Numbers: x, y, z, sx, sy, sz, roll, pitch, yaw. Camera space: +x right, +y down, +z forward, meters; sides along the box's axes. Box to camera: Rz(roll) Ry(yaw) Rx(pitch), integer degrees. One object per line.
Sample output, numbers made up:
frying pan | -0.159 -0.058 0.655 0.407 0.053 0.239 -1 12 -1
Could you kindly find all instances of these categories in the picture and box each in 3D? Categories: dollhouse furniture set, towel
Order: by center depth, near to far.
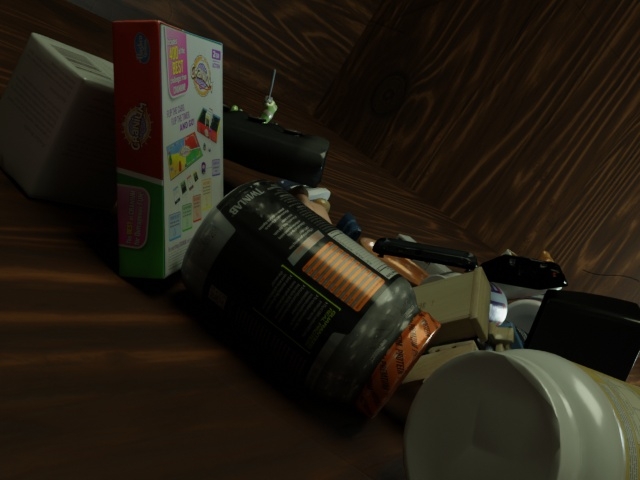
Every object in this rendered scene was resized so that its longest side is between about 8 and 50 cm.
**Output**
dollhouse furniture set | 0.215 0.249 1.110 0.303 0.198 0.286 60 28 -21
towel | 0.066 -0.024 1.699 0.029 0.067 0.119 30 14 -18

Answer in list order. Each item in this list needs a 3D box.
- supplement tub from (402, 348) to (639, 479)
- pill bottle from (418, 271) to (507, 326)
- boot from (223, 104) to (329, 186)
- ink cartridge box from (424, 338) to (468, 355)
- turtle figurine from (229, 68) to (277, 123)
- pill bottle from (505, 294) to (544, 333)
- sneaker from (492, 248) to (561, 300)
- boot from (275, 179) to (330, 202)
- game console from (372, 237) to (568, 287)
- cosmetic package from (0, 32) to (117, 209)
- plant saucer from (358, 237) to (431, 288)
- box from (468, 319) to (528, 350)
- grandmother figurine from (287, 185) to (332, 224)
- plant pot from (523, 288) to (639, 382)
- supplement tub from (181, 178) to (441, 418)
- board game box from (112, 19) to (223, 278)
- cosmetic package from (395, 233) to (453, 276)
supplement tub | 0.283 0.265 0.826 0.331 0.241 0.241 23 17 -37
pill bottle | 0.265 0.117 1.306 0.193 0.108 0.108 16 22 -49
boot | -0.202 -0.207 1.412 0.444 0.146 0.367 22 14 -5
ink cartridge box | 0.188 0.152 1.378 0.209 0.062 0.109 39 16 25
turtle figurine | -0.234 -0.383 1.918 0.266 0.197 0.275 23 -45 62
pill bottle | 0.536 0.218 1.726 0.160 0.160 0.283 38 15 20
sneaker | 0.431 0.092 1.693 0.106 0.290 0.123 -2 78 -68
boot | -0.045 -0.127 1.799 0.086 0.069 0.190 40 17 16
game console | 0.279 0.045 1.332 0.361 0.044 0.213 10 -6 4
cosmetic package | -0.356 -0.166 0.997 0.151 0.184 0.151 41 16 29
plant saucer | 0.157 0.064 1.404 0.199 0.037 0.200 30 13 -8
box | 0.396 0.257 1.398 0.184 0.103 0.261 29 15 -3
grandmother figurine | 0.000 0.000 1.423 0.207 0.104 0.342 20 20 -17
plant pot | 0.472 0.185 1.264 0.166 0.188 0.187 23 13 14
supplement tub | -0.012 0.077 0.916 0.316 0.194 0.193 37 14 15
board game box | -0.202 -0.126 0.962 0.064 0.317 0.242 3 9 10
cosmetic package | 0.257 0.092 1.670 0.239 0.099 0.060 41 18 32
